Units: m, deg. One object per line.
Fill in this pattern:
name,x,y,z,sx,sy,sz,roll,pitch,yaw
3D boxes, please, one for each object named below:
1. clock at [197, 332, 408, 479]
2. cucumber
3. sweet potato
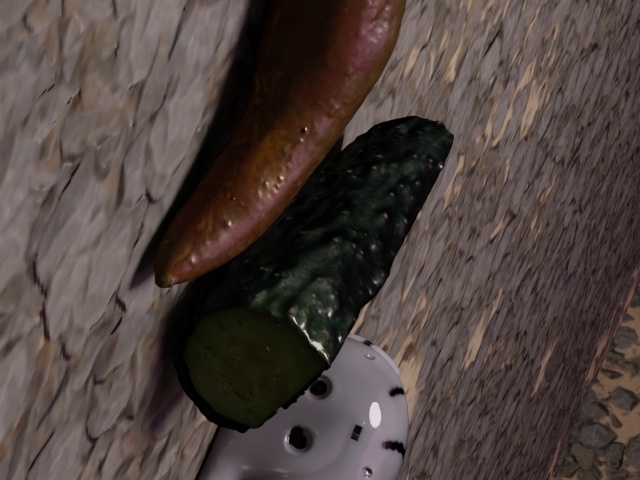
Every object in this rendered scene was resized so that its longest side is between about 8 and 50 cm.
clock,0.002,0.134,0.947,0.080,0.117,0.176,70,42,-69
cucumber,-0.003,-0.001,0.880,0.078,0.062,0.211,-38,-167,35
sweet potato,0.001,-0.093,0.766,0.078,0.058,0.255,20,93,-59
